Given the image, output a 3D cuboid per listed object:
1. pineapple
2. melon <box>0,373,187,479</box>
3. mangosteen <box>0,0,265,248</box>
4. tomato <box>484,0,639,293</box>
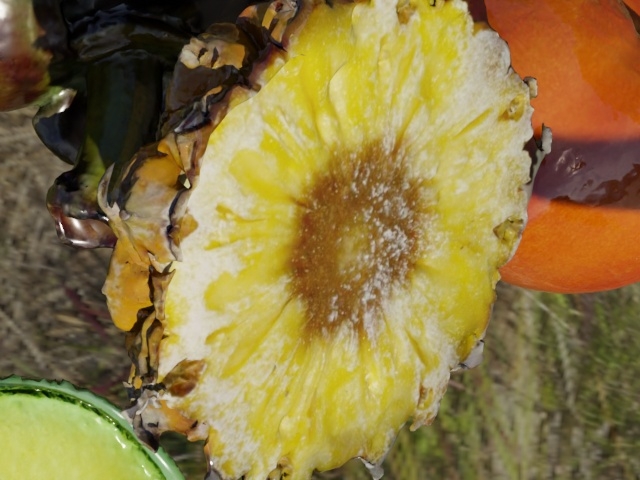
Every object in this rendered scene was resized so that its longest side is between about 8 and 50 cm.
[{"bbox_3d":[0.000,0.000,0.537,0.047,0.221,0.221,22,90,38],"label":"pineapple"},{"bbox_3d":[-0.233,0.151,0.954,0.169,0.265,0.129,-10,93,57],"label":"melon"},{"bbox_3d":[-0.104,-0.129,0.739,0.231,0.231,0.289,-14,76,18],"label":"mangosteen"},{"bbox_3d":[0.131,-0.075,0.895,0.180,0.260,0.260,-47,68,26],"label":"tomato"}]
